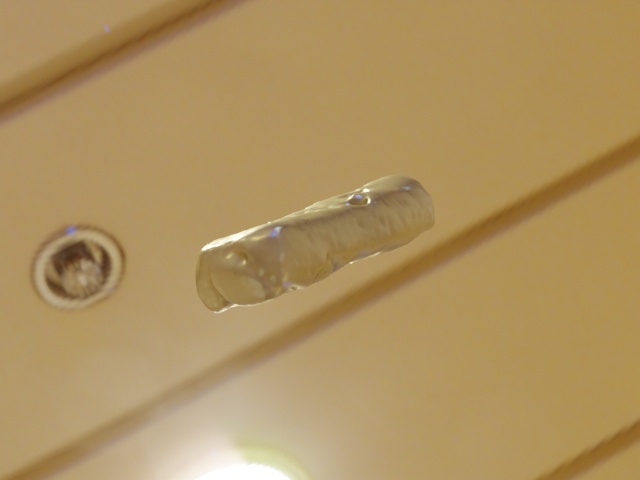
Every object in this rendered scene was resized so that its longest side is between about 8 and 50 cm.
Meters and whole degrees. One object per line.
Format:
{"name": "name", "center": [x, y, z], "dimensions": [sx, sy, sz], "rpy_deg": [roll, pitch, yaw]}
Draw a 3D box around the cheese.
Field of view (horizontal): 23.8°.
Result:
{"name": "cheese", "center": [0.000, 0.000, 0.853], "dimensions": [0.065, 0.194, 0.043], "rpy_deg": [-19, -87, 32]}
